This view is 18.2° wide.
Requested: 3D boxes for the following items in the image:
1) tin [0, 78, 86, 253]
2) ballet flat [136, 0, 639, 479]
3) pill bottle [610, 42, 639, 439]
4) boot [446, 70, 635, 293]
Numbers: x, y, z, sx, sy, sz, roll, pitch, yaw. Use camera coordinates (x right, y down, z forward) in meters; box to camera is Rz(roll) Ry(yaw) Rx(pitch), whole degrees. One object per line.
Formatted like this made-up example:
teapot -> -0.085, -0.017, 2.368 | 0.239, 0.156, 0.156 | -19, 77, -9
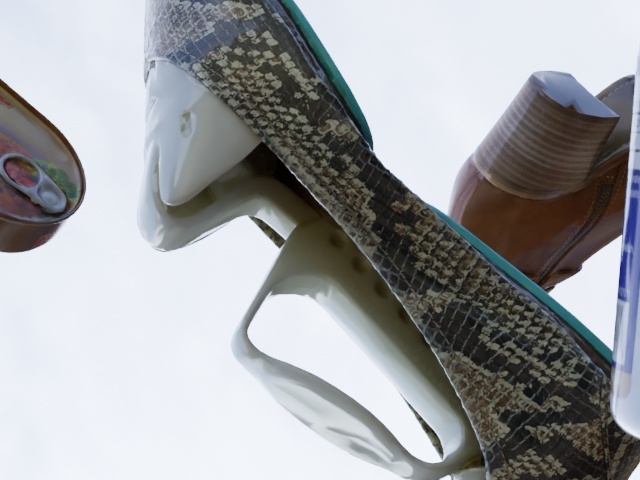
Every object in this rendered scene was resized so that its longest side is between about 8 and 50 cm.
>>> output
tin -> -0.219, -0.068, 1.144 | 0.040, 0.189, 0.106 | -50, -2, 37
ballet flat -> 0.000, 0.000, 1.271 | 0.182, 0.483, 0.164 | -38, -9, -18
pill bottle -> 0.222, -0.034, 0.944 | 0.153, 0.153, 0.265 | 2, -85, -33
boot -> 0.205, -0.012, 1.536 | 0.283, 0.109, 0.220 | 0, -51, -45
